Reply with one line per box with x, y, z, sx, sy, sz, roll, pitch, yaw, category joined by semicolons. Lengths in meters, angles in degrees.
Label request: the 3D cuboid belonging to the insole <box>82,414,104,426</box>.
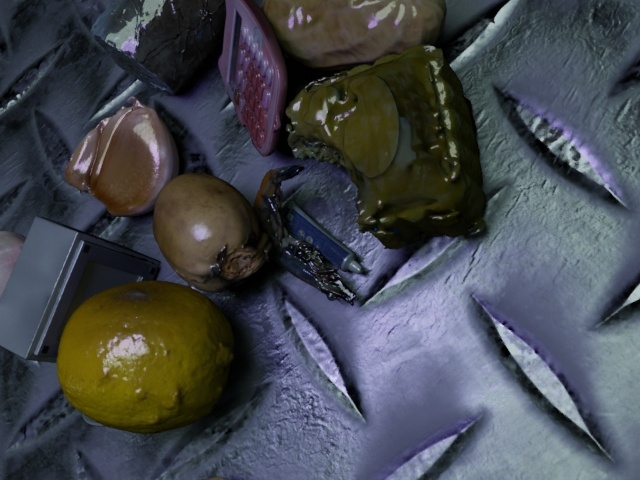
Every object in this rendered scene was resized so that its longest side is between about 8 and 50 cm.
-0.354;0.290;1.210;0.232;0.003;0.080;-23;67;17;insole

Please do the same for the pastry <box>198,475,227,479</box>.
-0.174;0.507;0.973;0.237;0.170;0.255;23;91;31;pastry

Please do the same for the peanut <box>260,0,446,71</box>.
0.051;-0.371;1.118;0.340;0.174;0.158;-1;87;39;peanut

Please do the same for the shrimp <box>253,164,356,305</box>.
-0.025;-0.017;1.064;0.262;0.051;0.198;41;137;32;shrimp

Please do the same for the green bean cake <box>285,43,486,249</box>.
0.090;-0.138;1.021;0.285;0.202;0.309;-16;69;22;green bean cake

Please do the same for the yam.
-0.288;-0.439;1.296;0.201;0.202;0.271;34;89;7;yam

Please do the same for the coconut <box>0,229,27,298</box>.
-0.627;0.076;1.312;0.183;0.171;0.171;37;92;31;coconut

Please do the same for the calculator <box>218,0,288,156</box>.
-0.119;-0.298;1.166;0.048;0.220;0.329;-6;48;-22;calculator

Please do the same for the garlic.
-0.373;-0.161;1.297;0.217;0.110;0.228;37;103;17;garlic

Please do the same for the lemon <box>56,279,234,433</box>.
-0.284;0.188;1.068;0.284;0.260;0.260;-22;66;2;lemon

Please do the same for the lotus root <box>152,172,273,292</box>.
-0.213;-0.030;1.144;0.182;0.183;0.310;-52;43;3;lotus root

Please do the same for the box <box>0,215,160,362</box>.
-0.431;0.101;1.176;0.117;0.225;0.224;18;84;28;box

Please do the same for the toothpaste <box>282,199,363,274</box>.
0.000;0.000;1.115;0.197;0.035;0.057;37;103;31;toothpaste
